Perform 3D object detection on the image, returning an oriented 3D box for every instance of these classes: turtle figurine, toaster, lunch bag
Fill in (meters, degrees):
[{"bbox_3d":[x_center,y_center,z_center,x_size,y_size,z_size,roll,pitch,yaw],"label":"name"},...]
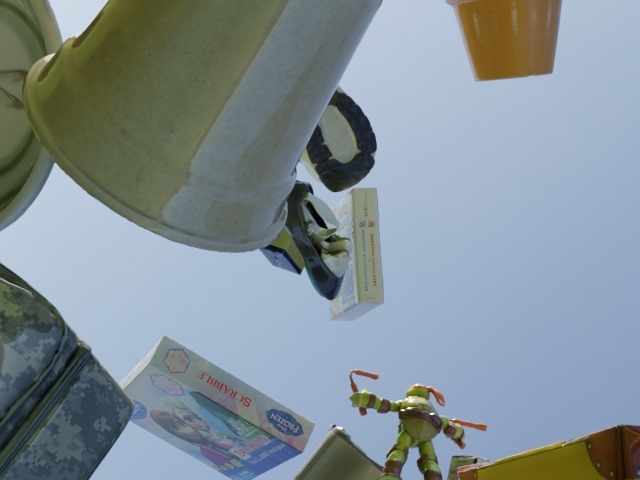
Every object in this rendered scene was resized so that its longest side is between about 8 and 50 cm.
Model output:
[{"bbox_3d":[0.166,0.314,1.715,0.087,0.269,0.217,-49,-157,41],"label":"turtle figurine"},{"bbox_3d":[0.049,0.446,1.919,0.227,0.129,0.146,36,-103,32],"label":"toaster"},{"bbox_3d":[-0.369,0.179,1.031,0.212,0.256,0.305,-18,-155,37],"label":"lunch bag"}]

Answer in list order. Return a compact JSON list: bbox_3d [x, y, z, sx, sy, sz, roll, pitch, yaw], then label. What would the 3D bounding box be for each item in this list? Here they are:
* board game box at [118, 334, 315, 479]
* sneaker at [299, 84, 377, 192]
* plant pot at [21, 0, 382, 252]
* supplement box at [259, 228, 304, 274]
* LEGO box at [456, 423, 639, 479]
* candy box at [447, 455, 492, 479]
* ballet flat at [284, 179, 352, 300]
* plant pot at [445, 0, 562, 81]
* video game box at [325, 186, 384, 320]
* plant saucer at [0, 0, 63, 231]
[{"bbox_3d":[-0.213,0.326,1.974,0.318,0.318,0.066,-44,-163,57],"label":"board game box"},{"bbox_3d":[-0.070,-0.266,1.717,0.158,0.410,0.182,-33,-159,-25],"label":"sneaker"},{"bbox_3d":[-0.101,-0.211,1.141,0.305,0.333,0.334,-53,-144,26],"label":"plant pot"},{"bbox_3d":[-0.050,-0.004,1.691,0.056,0.083,0.083,19,-108,28],"label":"supplement box"},{"bbox_3d":[0.327,0.491,1.213,0.372,0.193,0.500,139,-44,-61],"label":"LEGO box"},{"bbox_3d":[0.262,0.473,1.668,0.071,0.159,0.234,-16,-126,58],"label":"candy box"},{"bbox_3d":[0.000,0.000,1.392,0.074,0.203,0.074,-20,-147,14],"label":"ballet flat"},{"bbox_3d":[0.308,-0.359,1.726,0.205,0.205,0.188,5,-76,55],"label":"plant pot"},{"bbox_3d":[0.053,0.027,1.739,0.205,0.048,0.187,135,-44,-72],"label":"video game box"},{"bbox_3d":[-0.460,-0.201,1.412,0.400,0.100,0.401,3,-84,31],"label":"plant saucer"}]
